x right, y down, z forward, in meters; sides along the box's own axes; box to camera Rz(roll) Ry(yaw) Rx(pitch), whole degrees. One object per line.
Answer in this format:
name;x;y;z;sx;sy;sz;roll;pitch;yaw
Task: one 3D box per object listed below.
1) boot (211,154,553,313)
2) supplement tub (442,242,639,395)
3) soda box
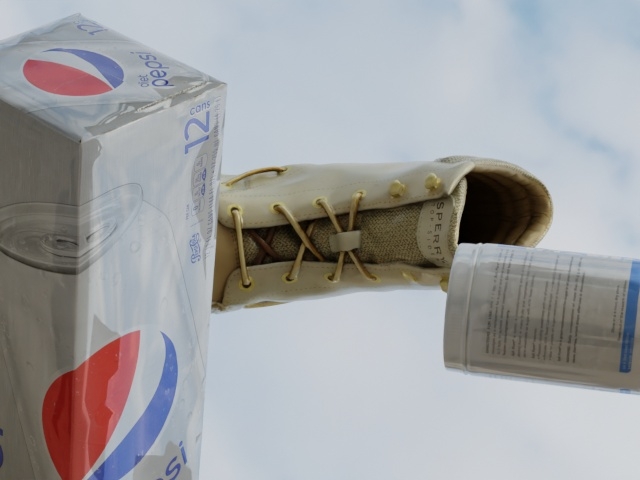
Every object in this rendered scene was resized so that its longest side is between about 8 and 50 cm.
boot;0.000;0.000;1.170;0.203;0.262;0.095;0;-82;45
supplement tub;0.120;0.040;0.951;0.107;0.071;0.071;7;-65;11
soda box;-0.115;0.049;0.863;0.098;0.091;0.286;28;-54;31
